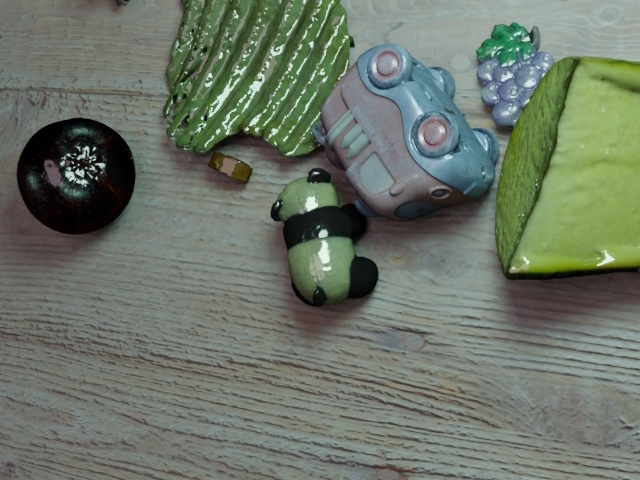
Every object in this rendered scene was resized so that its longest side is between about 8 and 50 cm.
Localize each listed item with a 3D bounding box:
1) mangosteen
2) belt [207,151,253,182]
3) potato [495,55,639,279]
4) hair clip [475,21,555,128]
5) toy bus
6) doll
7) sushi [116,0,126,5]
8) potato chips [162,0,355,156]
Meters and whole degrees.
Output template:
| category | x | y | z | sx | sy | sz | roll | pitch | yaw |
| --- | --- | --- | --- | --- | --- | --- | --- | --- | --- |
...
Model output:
| category | x | y | z | sx | sy | sz | roll | pitch | yaw |
| --- | --- | --- | --- | --- | --- | --- | --- | --- | --- |
| mangosteen | -0.453 | -0.111 | 1.690 | 0.216 | 0.216 | 0.216 | -4 | 81 | 22 |
| belt | -0.162 | -0.133 | 1.639 | 0.083 | 0.059 | 0.036 | 24 | 92 | 24 |
| potato | 0.427 | -0.102 | 1.339 | 0.280 | 0.213 | 0.330 | 11 | 109 | -1 |
| hair clip | 0.316 | -0.267 | 1.479 | 0.124 | 0.052 | 0.195 | -11 | 70 | 11 |
| toy bus | 0.125 | -0.156 | 1.464 | 0.232 | 0.197 | 0.294 | -39 | 70 | 23 |
| doll | 0.002 | 0.001 | 1.515 | 0.144 | 0.135 | 0.234 | -17 | 72 | 17 |
| sushi | -0.343 | -0.612 | 1.752 | 0.130 | 0.124 | 0.332 | 35 | 94 | 30 |
| potato chips | -0.127 | -0.336 | 1.638 | 0.373 | 0.097 | 0.389 | 2 | 84 | 21 |
